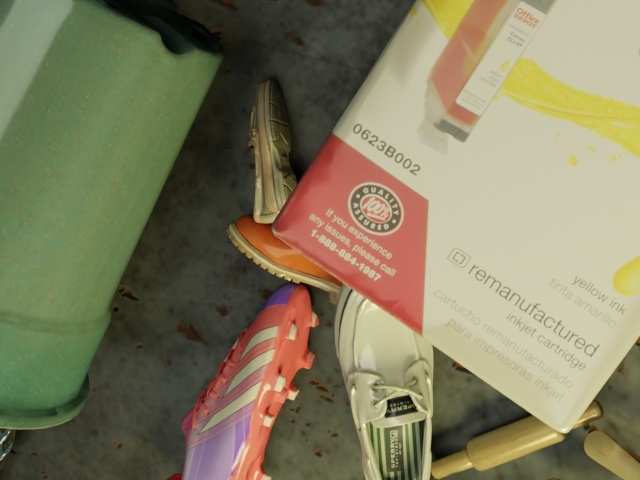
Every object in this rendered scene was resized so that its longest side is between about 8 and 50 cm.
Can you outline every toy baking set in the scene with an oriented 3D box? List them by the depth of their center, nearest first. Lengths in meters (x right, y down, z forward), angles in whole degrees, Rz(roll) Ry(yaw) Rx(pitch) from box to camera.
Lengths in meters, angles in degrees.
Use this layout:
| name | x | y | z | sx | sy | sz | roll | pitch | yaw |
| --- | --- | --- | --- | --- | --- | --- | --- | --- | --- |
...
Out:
| name | x | y | z | sx | sy | sz | roll | pitch | yaw |
| --- | --- | --- | --- | --- | --- | --- | --- | --- | --- |
| toy baking set | 0.210 | 0.237 | 1.308 | 0.256 | 0.030 | 0.197 | -29 | 74 | 20 |

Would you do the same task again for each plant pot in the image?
| name | x | y | z | sx | sy | sz | roll | pitch | yaw |
| --- | --- | --- | --- | --- | --- | --- | --- | --- | --- |
| plant pot | -0.266 | -0.078 | 1.280 | 0.341 | 0.341 | 0.334 | 33 | 101 | 8 |

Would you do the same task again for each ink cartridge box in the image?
| name | x | y | z | sx | sy | sz | roll | pitch | yaw |
| --- | --- | --- | --- | --- | --- | --- | --- | --- | --- |
| ink cartridge box | 0.187 | -0.097 | 1.178 | 0.279 | 0.160 | 0.385 | 35 | 104 | 7 |

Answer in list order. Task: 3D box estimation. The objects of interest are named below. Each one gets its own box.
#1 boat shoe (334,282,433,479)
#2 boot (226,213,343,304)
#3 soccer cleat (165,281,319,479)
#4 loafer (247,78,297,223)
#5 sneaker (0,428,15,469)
| name | x | y | z | sx | sy | sz | roll | pitch | yaw |
| --- | --- | --- | --- | --- | --- | --- | --- | --- | --- |
| boat shoe | 0.065 | 0.132 | 1.311 | 0.083 | 0.076 | 0.226 | -14 | 114 | -4 |
| boot | 0.000 | 0.000 | 1.340 | 0.157 | 0.059 | 0.085 | 23 | 105 | 3 |
| soccer cleat | -0.075 | 0.144 | 1.384 | 0.095 | 0.083 | 0.248 | 23 | 111 | 17 |
| loafer | -0.047 | -0.076 | 1.326 | 0.039 | 0.045 | 0.125 | -14 | 75 | 20 |
| sneaker | -0.359 | 0.231 | 1.506 | 0.081 | 0.080 | 0.211 | 35 | 111 | 31 |
